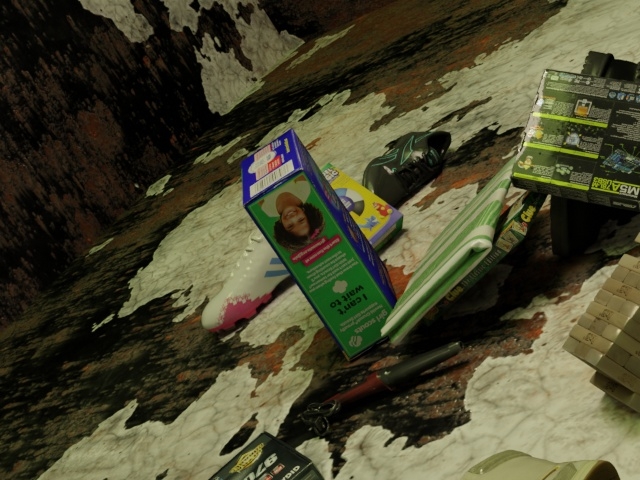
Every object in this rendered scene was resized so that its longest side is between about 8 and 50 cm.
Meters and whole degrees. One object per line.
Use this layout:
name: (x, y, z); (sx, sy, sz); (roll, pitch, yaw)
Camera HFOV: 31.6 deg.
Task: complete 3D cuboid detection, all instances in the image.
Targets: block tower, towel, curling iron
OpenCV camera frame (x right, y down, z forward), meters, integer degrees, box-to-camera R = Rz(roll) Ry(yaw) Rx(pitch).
block tower: (0.413, 0.030, 1.300); (0.335, 0.097, 0.091); (-57, 19, 1)
towel: (0.213, 0.010, 1.751); (0.248, 0.038, 0.325); (-50, 1, 31)
curling iron: (0.090, 0.213, 1.641); (0.274, 0.035, 0.068); (-28, 24, 18)

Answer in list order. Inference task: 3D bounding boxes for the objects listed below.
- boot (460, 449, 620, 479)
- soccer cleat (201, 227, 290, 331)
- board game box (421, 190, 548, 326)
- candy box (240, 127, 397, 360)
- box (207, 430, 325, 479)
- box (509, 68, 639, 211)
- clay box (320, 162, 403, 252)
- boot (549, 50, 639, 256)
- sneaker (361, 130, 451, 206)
boot: (0.196, 0.302, 1.193); (0.213, 0.077, 0.165); (-39, 19, -29)
soccer cleat: (-0.120, 0.042, 2.229); (0.331, 0.143, 0.116); (-36, 19, -7)
board game box: (0.245, 0.021, 1.710); (0.260, 0.030, 0.136); (-50, 5, 45)
candy box: (0.000, 0.000, 1.870); (0.122, 0.317, 0.268); (-33, 18, 7)
box: (-0.115, 0.372, 1.564); (0.220, 0.051, 0.175); (-39, 20, -16)
box: (0.387, -0.145, 1.611); (0.190, 0.045, 0.184); (12, 75, 23)
clay box: (0.033, -0.057, 2.152); (0.127, 0.222, 0.053); (-43, -24, -25)
boot: (0.489, -0.122, 1.663); (0.260, 0.131, 0.348); (13, 77, 22)
sneaker: (0.174, -0.150, 2.283); (0.106, 0.101, 0.267); (-12, 29, 42)
